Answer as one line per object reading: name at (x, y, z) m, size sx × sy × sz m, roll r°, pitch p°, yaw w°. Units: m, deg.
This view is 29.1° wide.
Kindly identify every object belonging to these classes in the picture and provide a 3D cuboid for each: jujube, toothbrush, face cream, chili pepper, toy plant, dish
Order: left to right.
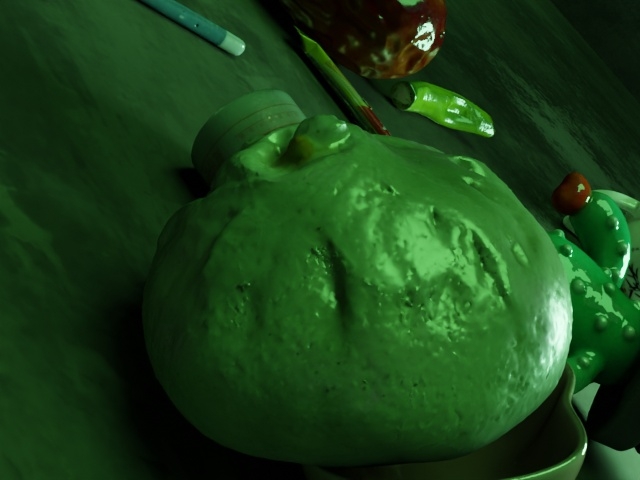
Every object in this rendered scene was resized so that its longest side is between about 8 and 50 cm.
toothbrush at (-0.178, -0.245, 1.205) m, size 0.275 × 0.019 × 0.025 m, roll 24°, pitch 22°, yaw -41°
face cream at (0.000, 0.000, 0.981) m, size 0.252 × 0.101 × 0.101 m, roll 54°, pitch 23°, yaw 21°
jujube at (0.042, -0.305, 1.521) m, size 0.250 × 0.174 × 0.174 m, roll 37°, pitch 21°, yaw 4°
dish at (0.072, 0.141, 0.823) m, size 0.213 × 0.090 × 0.213 m, roll -1°, pitch 25°, yaw 1°
chili pepper at (0.163, -0.180, 1.660) m, size 0.201 × 0.050 × 0.052 m, roll 13°, pitch 77°, yaw -48°
toy plant at (0.304, 0.098, 1.234) m, size 0.400 × 0.280 × 0.185 m, roll 28°, pitch -17°, yaw 6°

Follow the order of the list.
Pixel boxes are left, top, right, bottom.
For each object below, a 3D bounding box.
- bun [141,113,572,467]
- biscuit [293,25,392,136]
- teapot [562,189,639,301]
bun at (0.025, 0.010, 0.778) m, size 0.283 × 0.179 × 0.283 m, roll 4°, pitch 25°, yaw -2°
biscuit at (0.054, -0.139, 1.425) m, size 0.292 × 0.026 × 0.048 m, roll 53°, pitch 3°, yaw 19°
teapot at (0.488, 0.027, 1.760) m, size 0.299 × 0.166 × 0.208 m, roll 38°, pitch 63°, yaw -1°
